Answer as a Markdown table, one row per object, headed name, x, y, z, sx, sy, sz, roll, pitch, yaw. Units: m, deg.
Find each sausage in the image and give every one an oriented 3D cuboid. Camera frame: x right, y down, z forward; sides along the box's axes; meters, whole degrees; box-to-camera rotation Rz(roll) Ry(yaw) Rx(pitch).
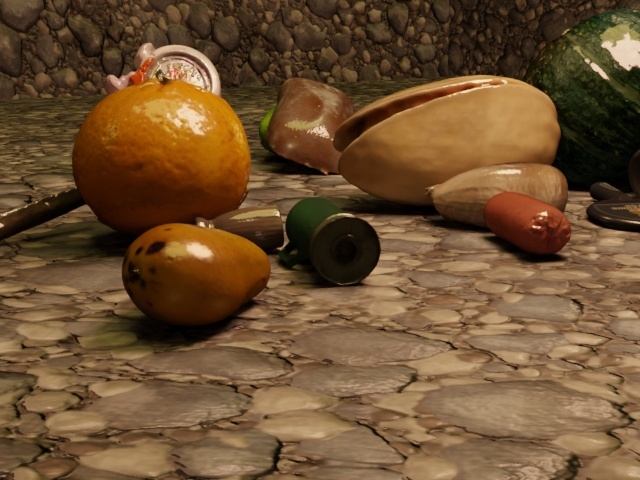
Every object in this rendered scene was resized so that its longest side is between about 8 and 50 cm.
| name | x | y | z | sx | sy | sz | roll | pitch | yaw |
| --- | --- | --- | --- | --- | --- | --- | --- | --- | --- |
| sausage | 0.243 | -0.021 | 1.264 | 0.062 | 0.062 | 0.154 | -3 | 12 | -12 |

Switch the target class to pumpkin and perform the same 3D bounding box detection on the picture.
| name | x | y | z | sx | sy | sz | roll | pitch | yaw |
| --- | --- | --- | --- | --- | --- | --- | --- | --- | --- |
| pumpkin | 0.433 | -0.217 | 1.658 | 0.263 | 0.293 | 0.197 | 50 | 34 | 12 |

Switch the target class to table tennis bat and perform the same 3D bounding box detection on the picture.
| name | x | y | z | sx | sy | sz | roll | pitch | yaw |
| --- | --- | --- | --- | --- | --- | --- | --- | --- | --- |
| table tennis bat | 0.426 | -0.044 | 1.457 | 0.150 | 0.027 | 0.236 | -2 | 15 | -7 |

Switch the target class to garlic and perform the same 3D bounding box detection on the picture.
| name | x | y | z | sx | sy | sz | roll | pitch | yaw |
| --- | --- | --- | --- | --- | --- | --- | --- | --- | --- |
| garlic | 0.241 | -0.056 | 1.389 | 0.196 | 0.086 | 0.101 | -5 | -1 | -7 |

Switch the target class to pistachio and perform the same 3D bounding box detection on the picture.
| name | x | y | z | sx | sy | sz | roll | pitch | yaw |
| --- | --- | --- | --- | --- | --- | --- | --- | --- | --- |
| pistachio | 0.177 | -0.140 | 1.505 | 0.318 | 0.214 | 0.193 | -7 | 51 | -8 |

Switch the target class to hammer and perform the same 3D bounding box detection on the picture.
| name | x | y | z | sx | sy | sz | roll | pitch | yaw |
| --- | --- | --- | --- | --- | --- | --- | --- | --- | --- |
| hammer | -0.322 | -0.052 | 1.365 | 0.027 | 0.125 | 0.297 | 28 | 35 | 29 |

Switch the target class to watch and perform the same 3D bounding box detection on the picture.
| name | x | y | z | sx | sy | sz | roll | pitch | yaw |
| --- | --- | --- | --- | --- | --- | --- | --- | --- | --- |
| watch | -0.278 | -0.205 | 1.841 | 0.196 | 0.244 | 0.231 | -1 | -10 | -14 |

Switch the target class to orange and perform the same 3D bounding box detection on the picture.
| name | x | y | z | sx | sy | sz | roll | pitch | yaw |
| --- | --- | --- | --- | --- | --- | --- | --- | --- | --- |
| orange | -0.192 | -0.098 | 1.306 | 0.219 | 0.193 | 0.219 | 11 | -9 | 2 |

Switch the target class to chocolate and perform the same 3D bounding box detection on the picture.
| name | x | y | z | sx | sy | sz | roll | pitch | yaw |
| --- | --- | --- | --- | --- | --- | --- | --- | --- | --- |
| chocolate | -0.005 | -0.222 | 1.893 | 0.161 | 0.083 | 0.261 | 16 | 32 | -8 |

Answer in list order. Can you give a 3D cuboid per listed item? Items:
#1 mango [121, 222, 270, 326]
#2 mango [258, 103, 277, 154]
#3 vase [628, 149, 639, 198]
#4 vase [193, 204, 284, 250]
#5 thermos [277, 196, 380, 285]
| name | x | y | z | sx | sy | sz | roll | pitch | yaw |
| --- | --- | --- | --- | --- | --- | --- | --- | --- | --- |
| mango | -0.116 | 0.028 | 0.990 | 0.115 | 0.090 | 0.178 | 15 | 12 | 12 |
| mango | -0.044 | -0.214 | 2.034 | 0.125 | 0.111 | 0.233 | -1 | 15 | 14 |
| vase | 0.578 | -0.110 | 1.591 | 0.238 | 0.115 | 0.115 | -9 | 15 | -19 |
| vase | -0.096 | -0.011 | 1.252 | 0.101 | 0.053 | 0.053 | -7 | 14 | -11 |
| thermos | 0.005 | -0.001 | 1.184 | 0.073 | 0.083 | 0.188 | 19 | 6 | -16 |
